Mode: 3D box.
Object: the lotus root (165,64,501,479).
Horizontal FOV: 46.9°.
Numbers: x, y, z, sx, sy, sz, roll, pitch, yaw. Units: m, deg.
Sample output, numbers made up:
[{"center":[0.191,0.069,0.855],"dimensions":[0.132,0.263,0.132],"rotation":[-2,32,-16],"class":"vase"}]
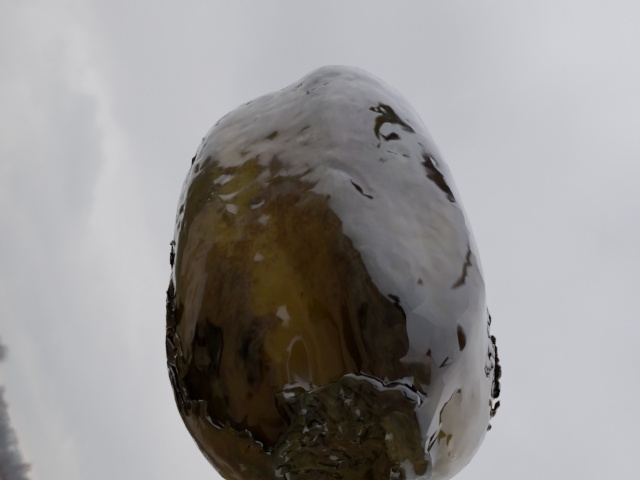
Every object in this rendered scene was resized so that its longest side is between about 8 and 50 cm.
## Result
[{"center":[0.000,0.000,0.487],"dimensions":[0.397,0.196,0.179],"rotation":[-94,175,-57],"class":"lotus root"}]
